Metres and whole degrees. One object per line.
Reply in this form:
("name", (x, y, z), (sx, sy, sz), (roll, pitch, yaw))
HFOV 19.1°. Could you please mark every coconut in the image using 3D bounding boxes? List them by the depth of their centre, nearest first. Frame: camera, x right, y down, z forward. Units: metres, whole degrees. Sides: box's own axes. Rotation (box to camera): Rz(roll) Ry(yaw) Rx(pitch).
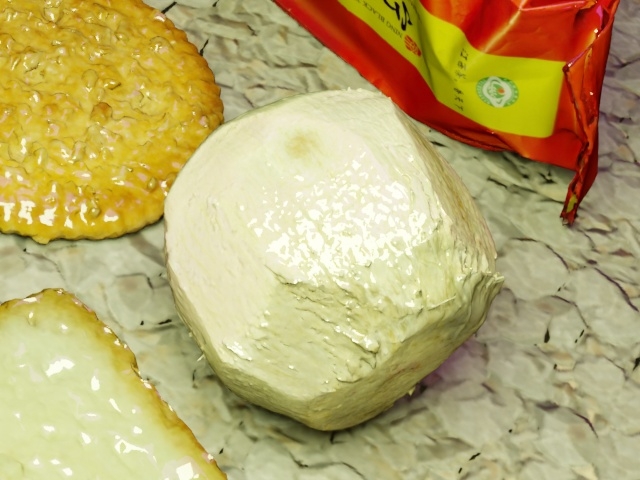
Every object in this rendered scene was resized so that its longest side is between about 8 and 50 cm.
("coconut", (-0.002, 0.002, 1.083), (0.194, 0.194, 0.194), (12, 43, -11))

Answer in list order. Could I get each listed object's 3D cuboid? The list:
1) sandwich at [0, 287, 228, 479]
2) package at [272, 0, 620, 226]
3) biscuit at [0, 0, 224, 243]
("sandwich", (-0.177, 0.181, 0.863), (0.325, 0.131, 0.262), (-23, 59, -41))
("package", (0.054, -0.208, 1.302), (0.123, 0.196, 0.423), (-39, 66, -22))
("biscuit", (-0.180, -0.098, 1.217), (0.254, 0.035, 0.254), (12, 42, -11))
